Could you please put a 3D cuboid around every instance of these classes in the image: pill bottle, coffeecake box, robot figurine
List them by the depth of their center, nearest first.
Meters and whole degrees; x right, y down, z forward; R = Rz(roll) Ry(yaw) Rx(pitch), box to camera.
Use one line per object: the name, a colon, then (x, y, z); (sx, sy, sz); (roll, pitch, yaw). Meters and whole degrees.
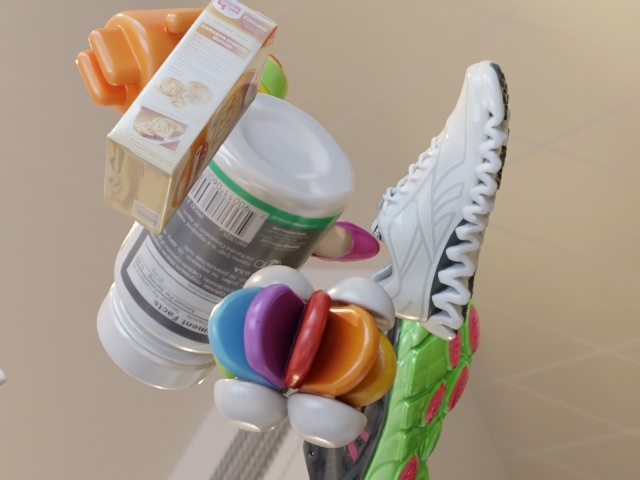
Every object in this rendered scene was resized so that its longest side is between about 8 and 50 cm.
coffeecake box: (-0.123, -0.117, 0.995); (0.186, 0.068, 0.142); (-59, -1, -25)
robot figurine: (-0.179, -0.214, 1.277); (0.219, 0.128, 0.158); (-13, -58, -39)
pill bottle: (-0.130, 0.010, 1.319); (0.204, 0.361, 0.204); (25, -145, -18)

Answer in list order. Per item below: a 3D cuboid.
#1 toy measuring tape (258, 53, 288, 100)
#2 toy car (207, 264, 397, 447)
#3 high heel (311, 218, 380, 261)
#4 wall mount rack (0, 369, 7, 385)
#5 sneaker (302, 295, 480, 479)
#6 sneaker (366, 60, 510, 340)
toy measuring tape: (-0.086, -0.210, 1.776); (0.121, 0.121, 0.330); (-58, -49, -37)
toy car: (-0.024, 0.095, 0.979); (0.136, 0.181, 0.159); (57, -134, -60)
high heel: (0.000, 0.000, 1.866); (0.244, 0.117, 0.082); (18, -80, -16)
wall mount rack: (-0.523, 0.056, 1.235); (0.350, 0.304, 0.131); (18, -87, -19)
sneaker: (0.064, 0.218, 1.405); (0.185, 0.202, 0.483); (-5, -63, -56)
sneaker: (0.117, -0.041, 1.066); (0.110, 0.118, 0.292); (-57, -20, -66)
